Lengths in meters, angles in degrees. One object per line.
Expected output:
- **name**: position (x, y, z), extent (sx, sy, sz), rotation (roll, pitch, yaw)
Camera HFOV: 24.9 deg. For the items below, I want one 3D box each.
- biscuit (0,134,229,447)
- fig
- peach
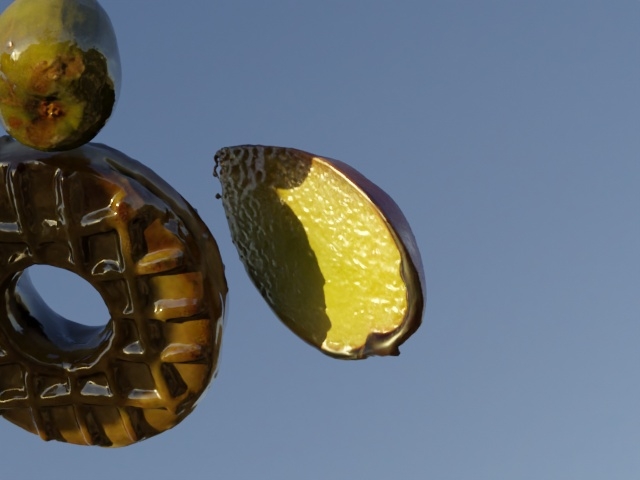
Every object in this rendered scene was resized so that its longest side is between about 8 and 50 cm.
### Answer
- **biscuit**: position (-0.243, 0.055, 1.405), extent (0.332, 0.103, 0.332), rotation (6, -62, 11)
- **fig**: position (-0.250, -0.169, 1.292), extent (0.126, 0.185, 0.133), rotation (-25, -42, -13)
- **peach**: position (0.003, 0.000, 1.412), extent (0.068, 0.279, 0.189), rotation (-16, -33, -50)
